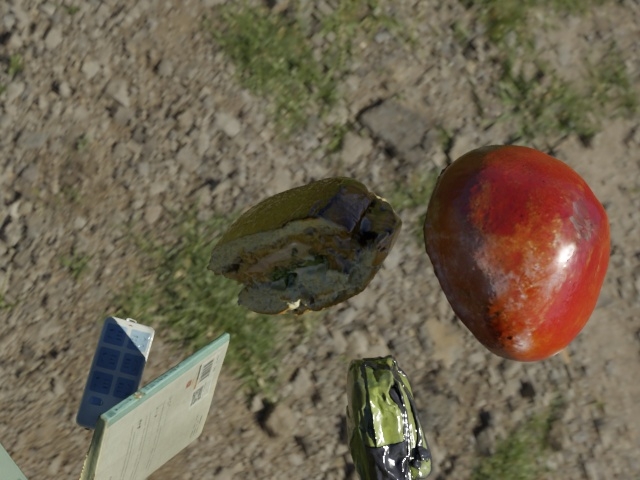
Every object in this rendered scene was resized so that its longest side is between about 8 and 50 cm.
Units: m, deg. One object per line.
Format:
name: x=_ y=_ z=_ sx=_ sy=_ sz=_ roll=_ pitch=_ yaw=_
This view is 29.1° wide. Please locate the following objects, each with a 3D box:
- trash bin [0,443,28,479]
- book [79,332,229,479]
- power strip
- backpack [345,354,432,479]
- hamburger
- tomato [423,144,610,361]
trash bin: x=-0.566 y=0.347 z=1.527 sx=0.223 sy=0.158 sz=0.343 roll=54 pitch=44 yaw=-5
book: x=-0.237 y=0.266 z=1.757 sx=0.025 sy=0.215 sz=0.282 roll=32 pitch=32 yaw=19
power strip: x=-0.320 y=0.211 z=1.920 sx=0.081 sy=0.035 sz=0.192 roll=17 pitch=73 yaw=-7
backpack: x=0.115 y=0.329 z=2.195 sx=0.140 sy=0.207 sz=0.254 roll=-10 pitch=102 yaw=0
hamburger: x=0.000 y=0.000 z=1.527 sx=0.156 sy=0.283 sz=0.144 roll=-46 pitch=108 yaw=-40
tomato: x=0.224 y=0.005 z=1.282 sx=0.200 sy=0.139 sz=0.233 roll=-35 pitch=97 yaw=-40
